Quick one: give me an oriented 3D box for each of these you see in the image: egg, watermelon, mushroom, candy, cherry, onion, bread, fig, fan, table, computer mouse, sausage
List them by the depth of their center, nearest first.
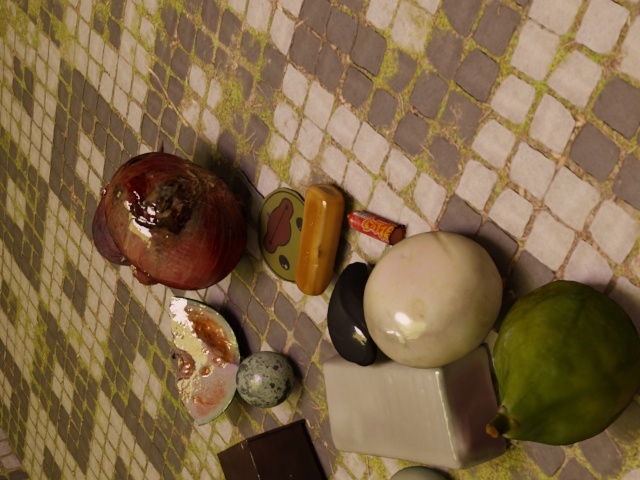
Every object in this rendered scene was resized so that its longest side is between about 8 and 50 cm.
[{"bbox_3d":[0.330,0.207,1.249,0.233,0.314,0.233,41,157,21],"label":"fig"},{"bbox_3d":[0.196,0.105,1.455,0.246,0.202,0.246,-12,59,21],"label":"mushroom"},{"bbox_3d":[0.164,0.307,1.591,0.359,0.145,0.208,-7,96,50],"label":"candy"},{"bbox_3d":[0.055,0.141,1.608,0.269,0.086,0.137,-92,3,-67],"label":"computer mouse"},{"bbox_3d":[0.193,0.496,1.641,0.152,0.114,0.114,-17,89,50],"label":"egg"},{"bbox_3d":[0.101,-0.030,1.641,0.145,0.048,0.050,26,116,46],"label":"sausage"},{"bbox_3d":[0.000,0.000,1.749,0.092,0.074,0.239,37,129,41],"label":"bread"},{"bbox_3d":[-0.098,-0.037,1.905,0.335,0.011,0.229,52,136,27],"label":"fan"},{"bbox_3d":[-0.327,-0.053,1.928,0.354,0.354,0.353,20,116,46],"label":"onion"},{"bbox_3d":[-0.133,0.324,1.970,0.172,0.132,0.132,-20,86,63],"label":"egg"},{"bbox_3d":[-0.107,0.550,1.979,0.169,0.172,0.193,-40,67,50],"label":"table"},{"bbox_3d":[-0.272,0.288,2.142,0.175,0.188,0.321,-2,95,6],"label":"watermelon"},{"bbox_3d":[-0.473,-0.059,2.198,0.261,0.221,0.307,-7,83,43],"label":"cherry"}]
